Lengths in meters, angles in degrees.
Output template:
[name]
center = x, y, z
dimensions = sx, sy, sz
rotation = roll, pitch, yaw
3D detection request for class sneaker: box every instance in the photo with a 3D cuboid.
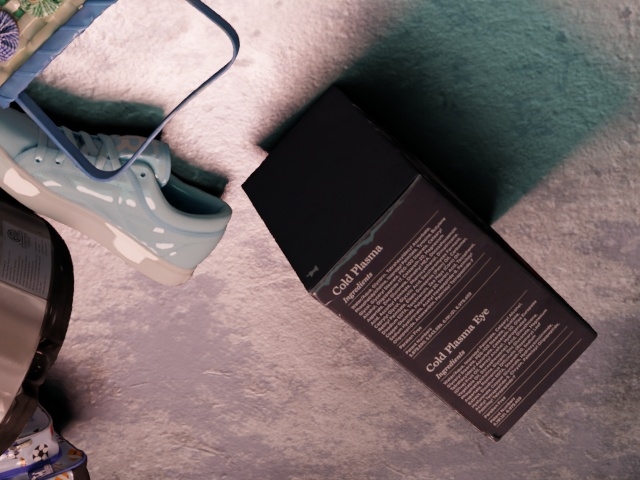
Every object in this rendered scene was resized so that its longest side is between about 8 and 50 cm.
[sneaker]
center = -0.264, -0.091, 1.834
dimensions = 0.366, 0.135, 0.150
rotation = 33, 111, -33

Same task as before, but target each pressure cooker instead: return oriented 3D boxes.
[pressure cooker]
center = -0.549, 0.062, 1.756
dimensions = 0.420, 0.370, 0.375
rotation = 26, 91, -33

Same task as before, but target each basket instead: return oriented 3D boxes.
[basket]
center = -0.268, -0.230, 1.671
dimensions = 0.289, 0.201, 0.255
rotation = 40, 115, -15

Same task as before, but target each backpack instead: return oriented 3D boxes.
[backpack]
center = -0.458, 0.328, 2.009
dimensions = 0.263, 0.276, 0.213
rotation = -25, 110, -23

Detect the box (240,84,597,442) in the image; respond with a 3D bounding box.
[box]
center = 0.107, 0.019, 1.765
dimensions = 0.312, 0.343, 0.179
rotation = 39, 97, -27
